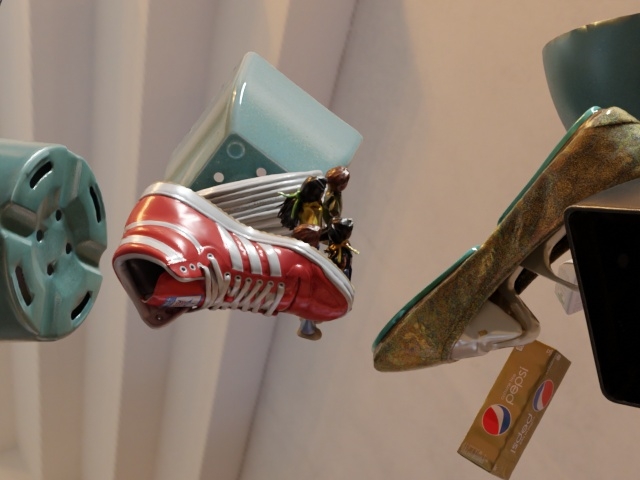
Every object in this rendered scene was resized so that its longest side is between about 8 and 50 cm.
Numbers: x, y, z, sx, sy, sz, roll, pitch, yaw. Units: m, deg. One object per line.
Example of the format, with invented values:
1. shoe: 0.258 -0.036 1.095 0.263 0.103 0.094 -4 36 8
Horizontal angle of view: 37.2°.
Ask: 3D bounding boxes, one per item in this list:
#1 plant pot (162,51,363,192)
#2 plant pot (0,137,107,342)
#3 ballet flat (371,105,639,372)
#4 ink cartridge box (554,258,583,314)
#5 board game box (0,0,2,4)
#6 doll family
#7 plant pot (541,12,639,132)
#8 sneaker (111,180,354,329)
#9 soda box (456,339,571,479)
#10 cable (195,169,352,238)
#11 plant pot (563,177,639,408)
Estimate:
1. plant pot: -0.102 -0.110 1.509 0.248 0.252 0.247 36 -71 -10
2. plant pot: -0.486 -0.001 1.257 0.334 0.341 0.341 2 -67 15
3. ballet flat: 0.192 0.029 0.906 0.348 0.123 0.123 -48 -126 12
4. ink cartridge box: 0.442 0.008 1.390 0.225 0.181 0.056 79 -11 -55
5. board game box: -0.609 -0.361 1.173 0.301 0.308 0.086 11 -102 31
6. doll family: 0.000 0.000 0.871 0.193 0.076 0.111 -103 -166 -52
7. plant pot: 0.454 -0.178 1.293 0.290 0.290 0.196 -9 -97 61
8. sneaker: -0.043 0.022 0.456 0.118 0.067 0.042 26 -52 -5
9. soda box: 0.255 0.219 1.251 0.058 0.061 0.181 26 -96 41
10. cable: -0.105 -0.025 1.262 0.257 0.257 0.089 -15 -94 17
11. plant pot: 0.339 0.026 0.778 0.188 0.167 0.187 6 -59 49
